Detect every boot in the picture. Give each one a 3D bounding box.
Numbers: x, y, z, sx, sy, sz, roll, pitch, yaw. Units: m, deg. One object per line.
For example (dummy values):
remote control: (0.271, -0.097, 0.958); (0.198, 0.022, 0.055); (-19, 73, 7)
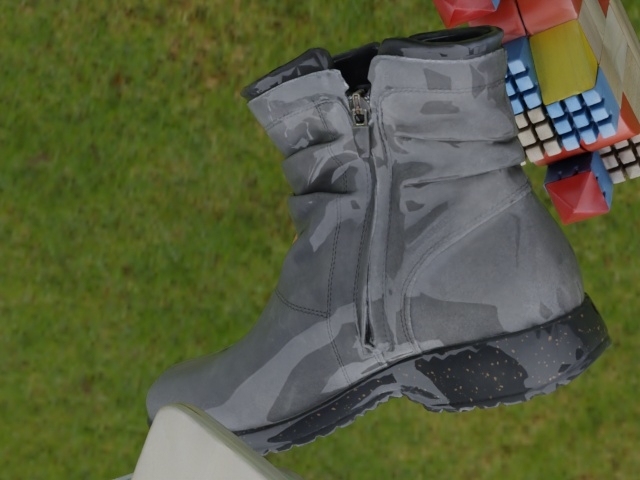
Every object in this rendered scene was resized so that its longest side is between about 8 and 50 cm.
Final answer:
boot: (0.000, 0.000, 0.921); (0.338, 0.118, 0.222); (-18, 99, 32)

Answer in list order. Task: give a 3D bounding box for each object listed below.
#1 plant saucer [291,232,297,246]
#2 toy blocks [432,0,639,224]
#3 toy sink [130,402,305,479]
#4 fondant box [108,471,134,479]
plant saucer: (0.064, 0.015, 1.348); (0.200, 0.200, 0.037); (-8, 148, 12)
toy blocks: (0.218, -0.173, 1.400); (0.191, 0.261, 0.381); (-18, 116, 25)
toy sink: (-0.028, 0.211, 0.795); (0.131, 0.153, 0.234); (-3, 120, -51)
fondant box: (-0.113, 0.366, 1.490); (0.238, 0.096, 0.330); (-22, 122, 37)
